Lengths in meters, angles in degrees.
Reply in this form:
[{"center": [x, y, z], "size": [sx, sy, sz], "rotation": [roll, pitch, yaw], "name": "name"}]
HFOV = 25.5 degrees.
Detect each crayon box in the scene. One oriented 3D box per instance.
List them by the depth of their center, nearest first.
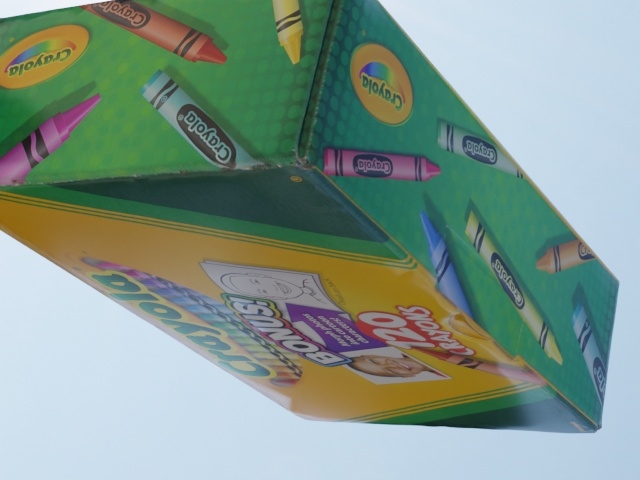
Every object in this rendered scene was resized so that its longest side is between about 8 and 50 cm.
[{"center": [0.000, 0.000, 0.600], "size": [0.165, 0.278, 0.081], "rotation": [-2, -115, 33], "name": "crayon box"}]
